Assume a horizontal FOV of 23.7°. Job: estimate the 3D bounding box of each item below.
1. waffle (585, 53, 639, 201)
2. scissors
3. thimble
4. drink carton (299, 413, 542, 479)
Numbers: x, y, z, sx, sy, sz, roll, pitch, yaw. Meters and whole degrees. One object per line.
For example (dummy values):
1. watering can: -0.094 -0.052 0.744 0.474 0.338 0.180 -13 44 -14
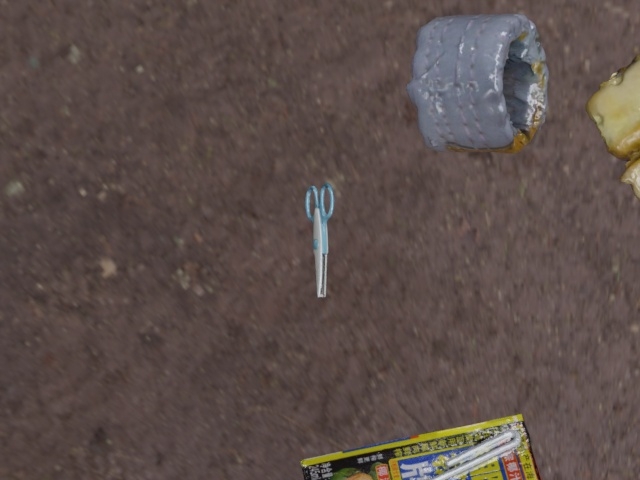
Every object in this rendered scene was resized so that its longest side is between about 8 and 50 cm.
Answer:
1. waffle: 0.379 -0.127 1.153 0.261 0.376 0.114 -34 75 26
2. scissors: 0.000 0.000 1.601 0.014 0.058 0.119 1 85 -30
3. thimble: 0.171 -0.170 1.650 0.117 0.127 0.151 5 116 31
4. drink carton: 0.074 0.179 1.091 0.165 0.056 0.071 -13 59 -1
